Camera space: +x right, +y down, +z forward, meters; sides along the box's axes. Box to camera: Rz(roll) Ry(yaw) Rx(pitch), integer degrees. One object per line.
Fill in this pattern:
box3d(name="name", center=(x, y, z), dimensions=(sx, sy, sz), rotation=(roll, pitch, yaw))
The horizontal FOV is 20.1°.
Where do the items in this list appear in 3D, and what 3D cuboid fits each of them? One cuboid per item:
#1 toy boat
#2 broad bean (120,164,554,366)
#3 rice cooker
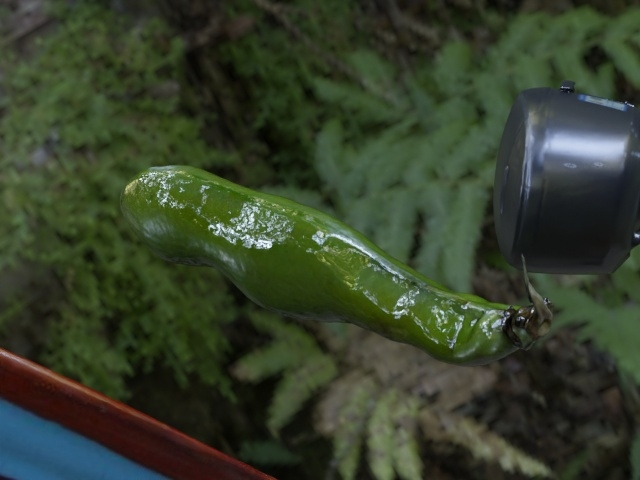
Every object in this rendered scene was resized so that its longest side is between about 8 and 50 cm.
box3d(name="toy boat", center=(-0.197, 0.066, 0.840), dimensions=(0.136, 0.392, 0.079), rotation=(-15, 53, 59))
box3d(name="broad bean", center=(0.004, 0.009, 1.000), dimensions=(0.318, 0.098, 0.056), rotation=(11, 47, 40))
box3d(name="rice cooker", center=(0.191, -0.046, 1.372), dimensions=(0.118, 0.142, 0.203), rotation=(8, 19, 9))
